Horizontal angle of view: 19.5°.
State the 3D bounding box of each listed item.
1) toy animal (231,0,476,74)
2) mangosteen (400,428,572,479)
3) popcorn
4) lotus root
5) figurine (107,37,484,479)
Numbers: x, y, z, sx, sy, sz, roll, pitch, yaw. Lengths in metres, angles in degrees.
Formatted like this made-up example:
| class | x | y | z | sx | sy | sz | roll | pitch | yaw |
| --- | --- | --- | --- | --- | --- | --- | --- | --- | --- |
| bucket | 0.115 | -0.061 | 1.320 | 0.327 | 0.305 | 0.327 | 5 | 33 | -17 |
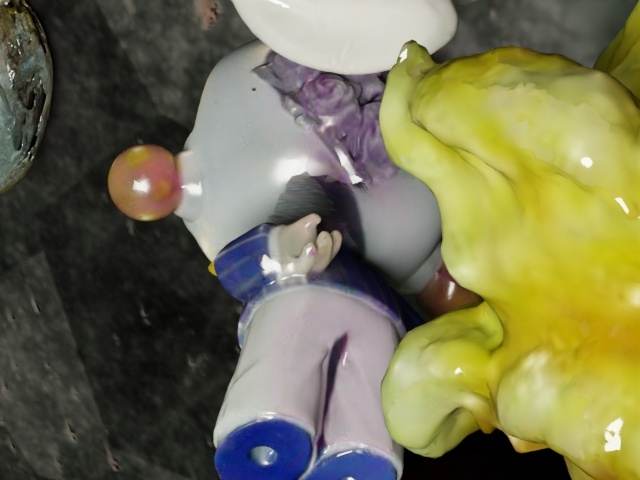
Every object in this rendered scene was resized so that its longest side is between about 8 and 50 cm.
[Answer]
| class | x | y | z | sx | sy | sz | roll | pitch | yaw |
| --- | --- | --- | --- | --- | --- | --- | --- | --- | --- |
| toy animal | 0.052 | -0.185 | 0.816 | 0.258 | 0.194 | 0.357 | 49 | 149 | -21 |
| mangosteen | 0.084 | 0.300 | 0.942 | 0.382 | 0.382 | 0.435 | -18 | 121 | 39 |
| popcorn | 0.204 | 0.023 | 0.746 | 0.335 | 0.279 | 0.274 | 46 | 138 | 17 |
| lotus root | -0.201 | -0.093 | 1.094 | 0.088 | 0.088 | 0.165 | 23 | 116 | 22 |
| figurine | -0.010 | -0.001 | 0.891 | 0.194 | 0.274 | 0.133 | 33 | 128 | 1 |
